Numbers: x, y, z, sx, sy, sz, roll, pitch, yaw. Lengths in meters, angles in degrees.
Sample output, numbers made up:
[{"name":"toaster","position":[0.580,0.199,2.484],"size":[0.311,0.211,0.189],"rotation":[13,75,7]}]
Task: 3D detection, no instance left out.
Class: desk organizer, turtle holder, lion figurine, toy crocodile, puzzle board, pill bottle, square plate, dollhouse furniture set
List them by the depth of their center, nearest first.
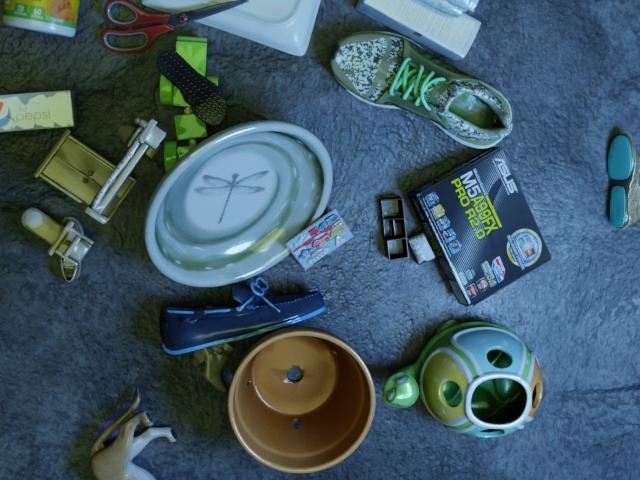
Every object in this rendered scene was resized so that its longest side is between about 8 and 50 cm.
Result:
[{"name":"dollhouse furniture set","position":[-0.444,-0.113,1.728],"size":[0.174,0.355,0.303],"rotation":[35,83,-10]},{"name":"pill bottle","position":[-0.517,-0.518,1.773],"size":[0.136,0.136,0.245],"rotation":[9,98,-7]},{"name":"square plate","position":[-0.142,-0.579,1.847],"size":[0.344,0.049,0.347],"rotation":[17,98,-8]},{"name":"toy crocodile","position":[-0.259,-0.236,1.874],"size":[0.115,0.105,0.340],"rotation":[-2,95,-7]},{"name":"turtle holder","position":[0.309,0.284,1.947],"size":[0.320,0.227,0.243],"rotation":[28,96,-10]},{"name":"puzzle board","position":[0.000,0.000,1.953],"size":[0.128,0.011,0.096],"rotation":[-35,132,1]},{"name":"desk organizer","position":[0.154,-0.026,1.968],"size":[0.047,0.050,0.130],"rotation":[-8,100,-5]},{"name":"lion figurine","position":[-0.389,0.529,1.980],"size":[0.240,0.142,0.392],"rotation":[-27,87,7]}]

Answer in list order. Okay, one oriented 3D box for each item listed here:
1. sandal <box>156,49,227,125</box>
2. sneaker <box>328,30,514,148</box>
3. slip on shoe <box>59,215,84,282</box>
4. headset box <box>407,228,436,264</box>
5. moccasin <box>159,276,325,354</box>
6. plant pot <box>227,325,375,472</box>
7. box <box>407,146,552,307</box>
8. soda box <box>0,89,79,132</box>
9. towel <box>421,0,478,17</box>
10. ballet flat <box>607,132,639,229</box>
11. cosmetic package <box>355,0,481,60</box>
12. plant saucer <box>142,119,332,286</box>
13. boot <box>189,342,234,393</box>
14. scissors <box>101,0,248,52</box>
[{"name":"sandal","position":[-0.242,-0.292,1.803],"size":[0.067,0.040,0.179],"rotation":[-41,83,-7]},{"name":"sneaker","position":[0.217,-0.305,1.861],"size":[0.410,0.182,0.158],"rotation":[21,97,-9]},{"name":"slip on shoe","position":[-0.510,0.020,1.913],"size":[0.051,0.041,0.135],"rotation":[6,99,-7]},{"name":"headset box","position":[0.231,0.006,1.991],"size":[0.083,0.032,0.062],"rotation":[-26,102,-2]},{"name":"moccasin","position":[-0.162,0.142,1.916],"size":[0.342,0.138,0.116],"rotation":[-14,86,-11]},{"name":"plant pot","position":[-0.046,0.300,1.926],"size":[0.291,0.203,0.290],"rotation":[-1,100,-6]},{"name":"box","position":[0.334,-0.029,1.963],"size":[0.216,0.060,0.270],"rotation":[-28,101,-11]},{"name":"soda box","position":[-0.591,-0.252,1.845],"size":[0.216,0.069,0.073],"rotation":[-5,100,-4]},{"name":"towel","position":[0.185,-0.637,1.792],"size":[0.375,0.090,0.320],"rotation":[27,71,-9]},{"name":"ballet flat","position":[0.654,-0.128,2.004],"size":[0.067,0.073,0.206],"rotation":[-7,104,-32]},{"name":"cosmetic package","position":[0.192,-0.448,1.869],"size":[0.231,0.117,0.085],"rotation":[25,94,-8]},{"name":"plant saucer","position":[-0.170,-0.086,1.837],"size":[0.401,0.100,0.400],"rotation":[-21,139,-20]},{"name":"boot","position":[-0.216,0.254,1.983],"size":[0.087,0.042,0.118],"rotation":[-44,101,0]},{"name":"scissors","position":[-0.286,-0.424,1.848],"size":[0.297,0.021,0.109],"rotation":[0,111,1]}]
